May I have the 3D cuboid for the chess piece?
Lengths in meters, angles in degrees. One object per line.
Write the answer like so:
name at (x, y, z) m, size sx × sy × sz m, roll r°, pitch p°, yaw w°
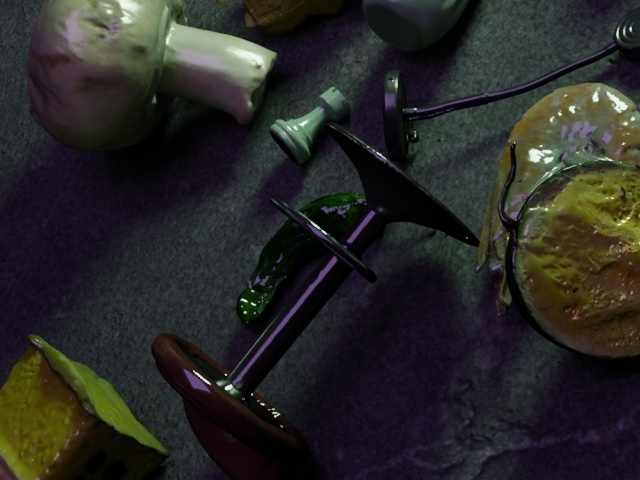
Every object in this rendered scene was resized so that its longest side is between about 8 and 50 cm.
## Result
chess piece at (-0.010, -0.156, 1.830) m, size 0.103 × 0.067 × 0.067 m, roll -41°, pitch 47°, yaw -7°

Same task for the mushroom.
mushroom at (-0.233, -0.249, 1.928) m, size 0.336 × 0.314 × 0.314 m, roll 18°, pitch 70°, yaw 6°

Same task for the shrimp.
shrimp at (0.271, -0.048, 1.569) m, size 0.168 × 0.077 × 0.317 m, roll 5°, pitch 62°, yaw 33°

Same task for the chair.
chair at (-0.027, 0.089, 1.564) m, size 0.401 × 0.226 × 0.226 m, roll -52°, pitch 48°, yaw 0°

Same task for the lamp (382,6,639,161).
lamp at (0.229, -0.205, 1.664) m, size 0.371 × 0.108 × 0.130 m, roll -18°, pitch 44°, yaw 25°

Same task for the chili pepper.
chili pepper at (0.000, 0.000, 1.723) m, size 0.278 × 0.065 × 0.122 m, roll -33°, pitch 59°, yaw 14°

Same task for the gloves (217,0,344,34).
gloves at (0.002, -0.433, 1.928) m, size 0.356 × 0.155 × 0.203 m, roll -35°, pitch 49°, yaw 10°

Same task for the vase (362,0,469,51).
vase at (0.160, -0.366, 1.811) m, size 0.128 × 0.128 × 0.248 m, roll 20°, pitch 65°, yaw 40°

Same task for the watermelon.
watermelon at (0.287, 0.021, 1.453) m, size 0.232 × 0.127 × 0.204 m, roll 10°, pitch 84°, yaw -2°

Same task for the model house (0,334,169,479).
model house at (-0.342, 0.271, 1.700) m, size 0.234 × 0.175 × 0.193 m, roll -47°, pitch 48°, yaw -5°
